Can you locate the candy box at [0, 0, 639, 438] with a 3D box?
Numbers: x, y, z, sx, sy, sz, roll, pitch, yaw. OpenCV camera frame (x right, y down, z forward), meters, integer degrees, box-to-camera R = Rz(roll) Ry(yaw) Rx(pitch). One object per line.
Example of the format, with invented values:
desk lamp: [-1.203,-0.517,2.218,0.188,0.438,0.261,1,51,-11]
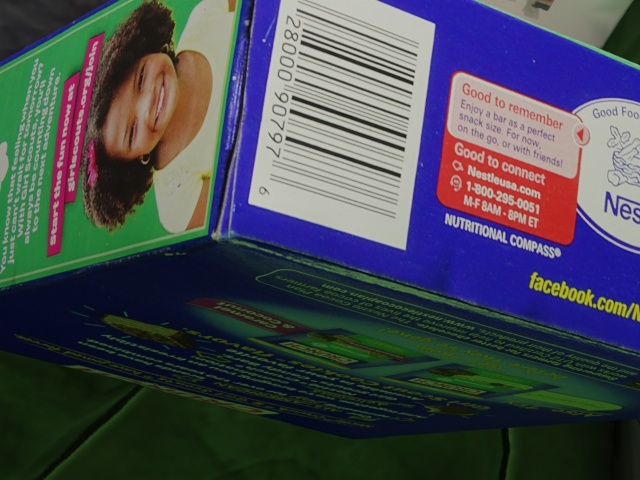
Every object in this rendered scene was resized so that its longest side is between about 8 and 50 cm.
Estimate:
candy box: [0.000,0.000,0.694,0.268,0.317,0.122,17,72,-30]

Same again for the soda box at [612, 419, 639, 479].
soda box: [0.233,0.148,1.001,0.091,0.098,0.286,-6,126,-1]

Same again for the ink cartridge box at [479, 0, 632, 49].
ink cartridge box: [0.070,-0.156,0.719,0.127,0.128,0.176,19,114,-29]
